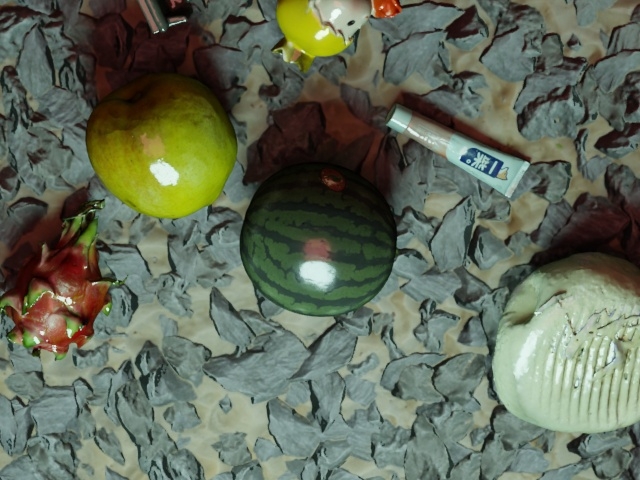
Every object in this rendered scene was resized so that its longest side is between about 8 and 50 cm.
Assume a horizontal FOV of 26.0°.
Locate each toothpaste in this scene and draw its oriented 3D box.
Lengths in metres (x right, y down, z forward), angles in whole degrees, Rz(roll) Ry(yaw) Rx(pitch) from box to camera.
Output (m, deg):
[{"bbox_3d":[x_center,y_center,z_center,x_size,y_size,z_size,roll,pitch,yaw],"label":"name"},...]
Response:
[{"bbox_3d":[0.185,-0.126,1.881,0.205,0.036,0.056,27,107,-12],"label":"toothpaste"}]

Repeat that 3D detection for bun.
[{"bbox_3d":[0.361,0.136,1.897,0.272,0.168,0.273,-4,117,-8],"label":"bun"}]

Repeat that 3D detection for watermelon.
[{"bbox_3d":[0.000,0.000,1.833,0.212,0.212,0.212,0,108,1],"label":"watermelon"}]

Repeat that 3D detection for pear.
[{"bbox_3d":[-0.207,-0.126,1.805,0.200,0.200,0.200,0,108,1],"label":"pear"}]

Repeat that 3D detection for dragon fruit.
[{"bbox_3d":[-0.342,0.054,1.899,0.137,0.135,0.236,35,87,-4],"label":"dragon fruit"}]

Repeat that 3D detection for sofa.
[{"bbox_3d":[-0.213,-0.348,1.787,0.060,0.085,0.147,-21,106,10],"label":"sofa"}]

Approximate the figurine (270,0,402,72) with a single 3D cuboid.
[{"bbox_3d":[0.047,-0.316,1.781,0.185,0.127,0.234,19,96,-10],"label":"figurine"}]
